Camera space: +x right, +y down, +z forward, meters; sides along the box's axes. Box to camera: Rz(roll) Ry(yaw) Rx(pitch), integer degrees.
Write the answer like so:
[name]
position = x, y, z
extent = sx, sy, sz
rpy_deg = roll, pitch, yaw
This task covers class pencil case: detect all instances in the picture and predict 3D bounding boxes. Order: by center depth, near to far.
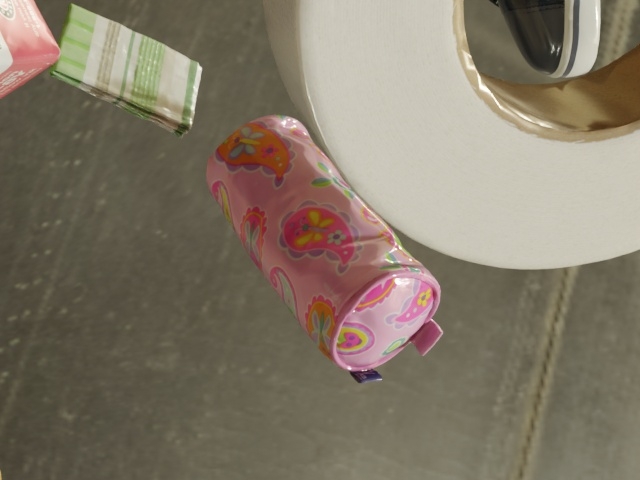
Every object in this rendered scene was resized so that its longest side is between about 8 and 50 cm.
[pencil case]
position = 0.000, 0.000, 1.310
extent = 0.124, 0.284, 0.124
rpy_deg = -20, 135, -21

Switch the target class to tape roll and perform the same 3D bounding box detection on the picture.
[tape roll]
position = 0.157, -0.163, 0.797
extent = 0.392, 0.072, 0.392
rpy_deg = -10, 124, -15

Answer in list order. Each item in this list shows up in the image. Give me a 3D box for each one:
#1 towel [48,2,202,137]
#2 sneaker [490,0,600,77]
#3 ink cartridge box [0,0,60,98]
[towel]
position = -0.196, -0.171, 1.423
extent = 0.152, 0.023, 0.113
rpy_deg = 24, 42, -19
[sneaker]
position = 0.109, -0.266, 1.016
extent = 0.127, 0.126, 0.321
rpy_deg = -14, 91, -8
[ink cartridge box]
position = -0.405, -0.215, 1.086
extent = 0.279, 0.160, 0.385
rpy_deg = 62, 19, -2
